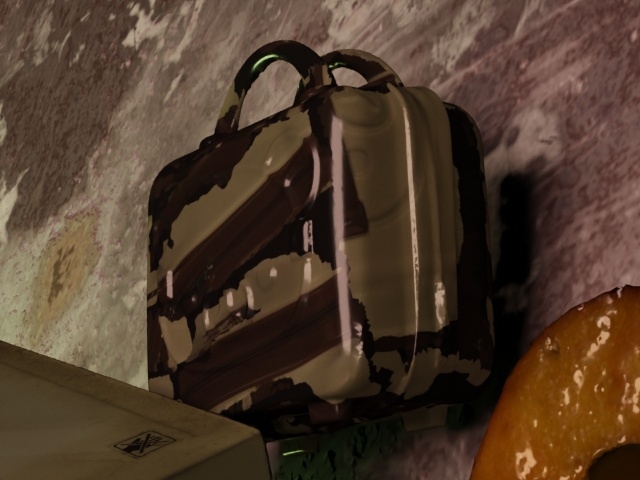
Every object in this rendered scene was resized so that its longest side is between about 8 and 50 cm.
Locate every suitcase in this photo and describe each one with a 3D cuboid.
[{"bbox_3d":[0.000,0.000,1.538,0.351,0.194,0.339,-20,68,52],"label":"suitcase"}]

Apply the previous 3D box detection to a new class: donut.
[{"bbox_3d":[0.230,0.176,1.195,0.303,0.110,0.303,-30,48,41],"label":"donut"}]

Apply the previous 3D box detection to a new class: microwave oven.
[{"bbox_3d":[-0.261,0.276,1.504,0.394,0.333,0.247,12,116,49],"label":"microwave oven"}]
